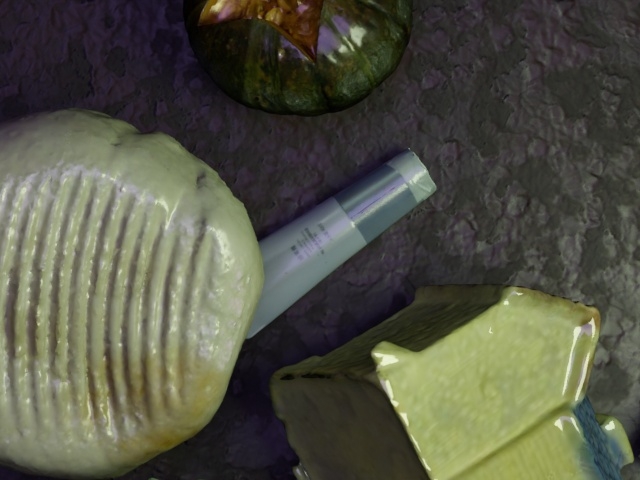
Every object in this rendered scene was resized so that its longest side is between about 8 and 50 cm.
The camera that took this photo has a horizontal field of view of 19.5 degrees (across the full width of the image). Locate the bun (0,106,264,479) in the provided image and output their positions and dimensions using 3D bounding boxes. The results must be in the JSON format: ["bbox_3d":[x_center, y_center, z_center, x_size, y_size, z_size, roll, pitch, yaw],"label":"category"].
[{"bbox_3d":[-0.238,0.044,1.790,0.365,0.219,0.365,0,102,-1],"label":"bun"}]

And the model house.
[{"bbox_3d":[0.144,0.190,1.784,0.266,0.261,0.321,-32,103,-26],"label":"model house"}]

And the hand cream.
[{"bbox_3d":[0.000,0.000,1.872,0.255,0.048,0.079,-35,80,1],"label":"hand cream"}]

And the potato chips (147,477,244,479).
[{"bbox_3d":[-0.109,0.402,1.703,0.373,0.097,0.389,-36,94,-13],"label":"potato chips"}]

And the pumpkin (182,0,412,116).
[{"bbox_3d":[-0.021,-0.232,1.836,0.238,0.159,0.238,-6,67,15],"label":"pumpkin"}]

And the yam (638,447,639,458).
[{"bbox_3d":[0.402,0.211,1.826,0.179,0.078,0.078,22,86,2],"label":"yam"}]
